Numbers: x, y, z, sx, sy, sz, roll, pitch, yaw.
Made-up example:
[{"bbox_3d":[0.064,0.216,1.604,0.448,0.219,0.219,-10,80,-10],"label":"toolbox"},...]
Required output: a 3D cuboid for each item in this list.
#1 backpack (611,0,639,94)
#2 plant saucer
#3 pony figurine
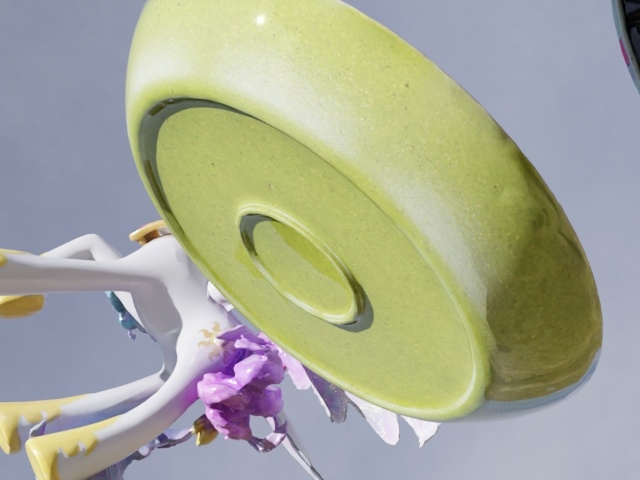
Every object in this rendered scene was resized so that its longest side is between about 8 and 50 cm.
[{"bbox_3d":[0.287,-0.147,0.520,0.191,0.254,0.225,-10,-92,-71],"label":"backpack"},{"bbox_3d":[0.000,0.000,0.409,0.037,0.241,0.241,-47,-48,-24],"label":"plant saucer"},{"bbox_3d":[-0.092,0.086,0.832,0.363,0.351,0.303,-20,-22,-31],"label":"pony figurine"}]
